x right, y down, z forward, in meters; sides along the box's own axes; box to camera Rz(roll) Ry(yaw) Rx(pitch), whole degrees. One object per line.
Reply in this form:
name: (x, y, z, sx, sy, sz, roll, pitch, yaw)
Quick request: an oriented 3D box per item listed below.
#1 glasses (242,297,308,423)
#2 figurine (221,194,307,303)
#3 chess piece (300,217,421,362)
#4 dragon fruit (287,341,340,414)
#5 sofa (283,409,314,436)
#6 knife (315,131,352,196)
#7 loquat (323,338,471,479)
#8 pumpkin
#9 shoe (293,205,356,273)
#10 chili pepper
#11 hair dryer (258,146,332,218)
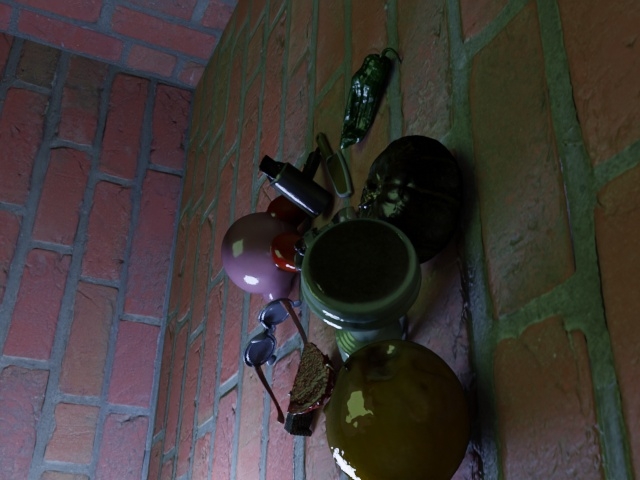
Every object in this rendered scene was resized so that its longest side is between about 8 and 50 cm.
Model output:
glasses: (-0.084, 0.301, 1.811, 0.268, 0.118, 0.234, 54, 127, 44)
figurine: (-0.152, 0.020, 1.928, 0.270, 0.211, 0.261, -97, 29, -42)
chess piece: (0.077, 0.118, 1.255, 0.299, 0.194, 0.195, 79, -173, -54)
dragon fruit: (0.001, 0.312, 1.579, 0.106, 0.083, 0.162, 0, 65, 47)
sofa: (-0.038, 0.380, 1.647, 0.039, 0.060, 0.118, 15, 91, 62)
knife: (0.031, -0.202, 1.852, 0.061, 0.027, 0.343, -60, 27, 27)
loquat: (0.119, 0.278, 1.121, 0.244, 0.243, 0.244, -167, 90, -68)
pumpkin: (0.152, -0.072, 1.301, 0.238, 0.159, 0.238, -170, 90, -72)
shoe: (0.000, 0.001, 1.685, 0.099, 0.125, 0.228, -97, 27, -47)
chili pepper: (0.104, -0.333, 1.698, 0.100, 0.074, 0.257, -121, 43, -56)
hair dryer: (-0.052, -0.191, 1.887, 0.078, 0.195, 0.248, -43, 16, 34)
